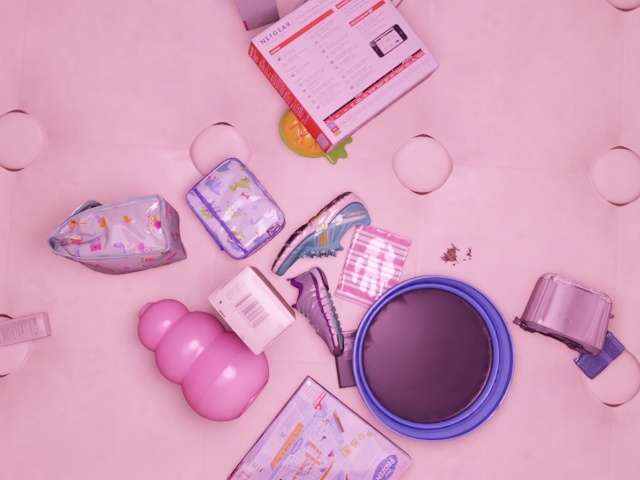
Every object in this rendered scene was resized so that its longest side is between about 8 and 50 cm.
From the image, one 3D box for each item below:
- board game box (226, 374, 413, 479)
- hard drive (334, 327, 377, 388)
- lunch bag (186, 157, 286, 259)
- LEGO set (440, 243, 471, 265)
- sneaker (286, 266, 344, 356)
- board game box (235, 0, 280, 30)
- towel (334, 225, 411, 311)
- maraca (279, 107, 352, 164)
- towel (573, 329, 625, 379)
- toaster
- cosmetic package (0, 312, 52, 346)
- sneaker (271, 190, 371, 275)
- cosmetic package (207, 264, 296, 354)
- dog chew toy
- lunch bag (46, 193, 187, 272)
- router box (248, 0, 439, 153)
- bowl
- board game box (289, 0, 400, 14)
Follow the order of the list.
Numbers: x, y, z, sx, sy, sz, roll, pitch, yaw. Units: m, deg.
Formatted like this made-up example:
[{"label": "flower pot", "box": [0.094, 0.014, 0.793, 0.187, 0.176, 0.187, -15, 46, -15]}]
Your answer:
[{"label": "board game box", "box": [-0.003, 0.543, 1.638, 0.318, 0.066, 0.318, 39, 86, 1]}, {"label": "hard drive", "box": [0.082, 0.286, 1.676, 0.094, 0.022, 0.135, -8, 87, -3]}, {"label": "lunch bag", "box": [-0.202, -0.071, 1.653, 0.176, 0.090, 0.219, -37, 88, -1]}, {"label": "LEGO set", "box": [0.332, 0.037, 1.702, 0.083, 0.023, 0.054, 13, 89, -15]}, {"label": "sneaker", "box": [-0.012, 0.179, 1.649, 0.098, 0.083, 0.223, -19, 70, 8]}, {"label": "board game box", "box": [-0.194, -0.680, 1.616, 0.098, 0.224, 0.303, -18, 88, -1]}, {"label": "towel", "box": [0.129, 0.067, 1.686, 0.144, 0.029, 0.197, 18, 87, 0]}, {"label": "maraca", "box": [-0.011, -0.256, 1.665, 0.186, 0.099, 0.127, 21, 83, -16]}, {"label": "towel", "box": [0.685, 0.281, 1.695, 0.119, 0.029, 0.067, -41, 89, -4]}, {"label": "toaster", "box": [0.582, 0.172, 1.650, 0.227, 0.129, 0.146, 22, 83, 4]}, {"label": "cosmetic package", "box": [-0.707, 0.212, 1.641, 0.115, 0.041, 0.060, -11, 87, -3]}, {"label": "sneaker", "box": [0.000, 0.000, 1.646, 0.275, 0.107, 0.110, -38, 97, 1]}, {"label": "cosmetic package", "box": [-0.144, 0.147, 1.533, 0.113, 0.309, 0.160, -40, 90, -3]}, {"label": "dog chew toy", "box": [-0.281, 0.259, 1.582, 0.332, 0.206, 0.206, 38, 86, 7]}, {"label": "lunch bag", "box": [-0.459, -0.005, 1.571, 0.262, 0.223, 0.160, -11, 82, -1]}, {"label": "router box", "box": [0.056, -0.422, 1.603, 0.335, 0.082, 0.301, -38, 90, -14]}, {"label": "bowl", "box": [0.264, 0.278, 1.643, 0.391, 0.077, 0.390, 0, 88, -7]}, {"label": "board game box", "box": [0.066, -0.576, 1.704, 0.193, 0.053, 0.305, 37, 86, -1]}]
